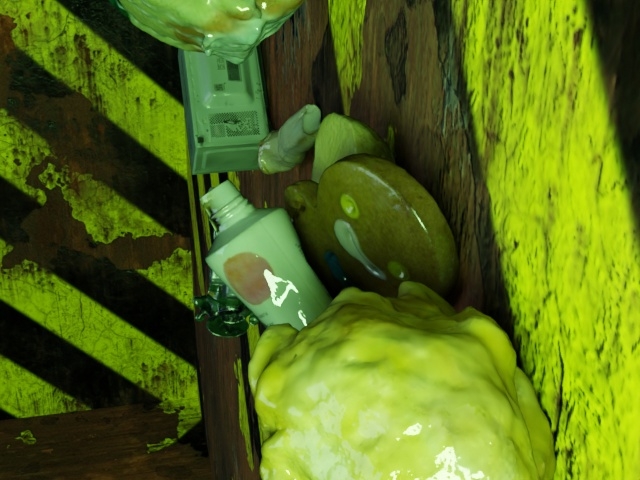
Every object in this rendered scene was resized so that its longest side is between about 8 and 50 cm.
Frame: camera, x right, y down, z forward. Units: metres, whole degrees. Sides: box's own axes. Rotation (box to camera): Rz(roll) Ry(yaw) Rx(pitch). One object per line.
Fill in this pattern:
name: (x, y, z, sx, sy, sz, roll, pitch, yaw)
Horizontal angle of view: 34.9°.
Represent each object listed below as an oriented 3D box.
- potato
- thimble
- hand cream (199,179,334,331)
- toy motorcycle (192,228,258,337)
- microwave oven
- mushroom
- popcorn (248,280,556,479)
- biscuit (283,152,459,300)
potato: (0.037, -0.061, 0.895, 0.096, 0.066, 0.103, -18, 70, 59)
thimble: (-0.117, -0.329, 1.048, 0.167, 0.254, 0.288, 165, 85, -79)
hand cream: (0.005, 0.098, 0.840, 0.340, 0.078, 0.124, 57, 164, -4)
toy motorcycle: (-0.146, 0.068, 1.714, 0.275, 0.125, 0.187, 145, 128, -77)
microwave oven: (-0.148, -0.223, 1.579, 0.162, 0.123, 0.208, 127, 136, -73)
mushroom: (-0.037, -0.124, 1.266, 0.202, 0.054, 0.059, 161, 105, -73)
popcorn: (0.054, 0.127, 0.615, 0.190, 0.191, 0.253, -50, 45, 36)
biscuit: (0.034, 0.016, 0.830, 0.180, 0.039, 0.236, 51, 151, 10)
